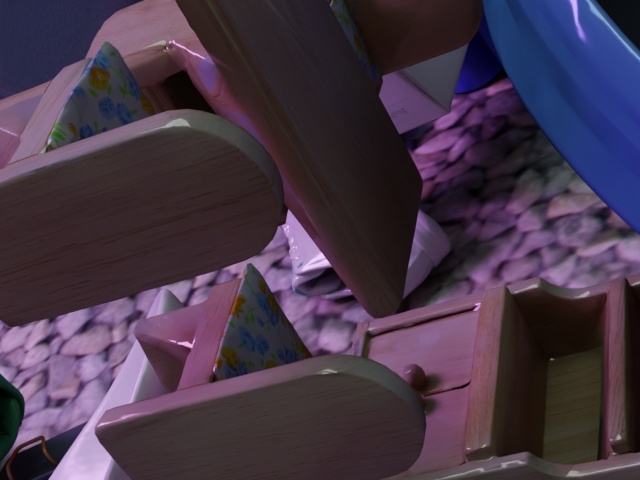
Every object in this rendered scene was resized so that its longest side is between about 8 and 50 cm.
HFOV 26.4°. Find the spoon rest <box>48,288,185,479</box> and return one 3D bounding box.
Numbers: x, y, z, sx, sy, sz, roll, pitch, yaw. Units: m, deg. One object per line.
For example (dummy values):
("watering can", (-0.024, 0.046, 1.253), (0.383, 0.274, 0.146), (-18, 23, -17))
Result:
("spoon rest", (-0.123, 0.147, 0.764), (0.084, 0.276, 0.137), (14, 35, -6))

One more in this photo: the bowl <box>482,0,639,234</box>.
("bowl", (0.260, -0.088, 0.699), (0.391, 0.391, 0.077), (-74, 10, -49))

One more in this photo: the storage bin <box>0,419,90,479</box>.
("storage bin", (-0.174, 0.170, 0.946), (0.135, 0.098, 0.091), (-26, 21, 10))

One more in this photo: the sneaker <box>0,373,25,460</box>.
("sneaker", (-0.274, 0.134, 0.953), (0.123, 0.295, 0.109), (35, 62, 14))

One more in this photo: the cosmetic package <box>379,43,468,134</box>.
("cosmetic package", (0.025, -0.250, 1.035), (0.197, 0.155, 0.366), (-18, 46, 49))

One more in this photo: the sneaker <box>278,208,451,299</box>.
("sneaker", (0.000, 0.000, 1.051), (0.094, 0.080, 0.212), (-53, 36, -12))

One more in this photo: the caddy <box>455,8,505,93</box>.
("caddy", (0.200, -0.268, 1.151), (0.341, 0.179, 0.241), (-44, 32, -19))

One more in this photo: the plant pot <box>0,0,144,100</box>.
("plant pot", (-0.303, -0.232, 1.449), (0.247, 0.252, 0.247), (2, 75, 44))

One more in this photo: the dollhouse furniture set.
("dollhouse furniture set", (0.063, -0.024, 0.705), (0.256, 0.394, 0.362), (-17, 34, 23))
